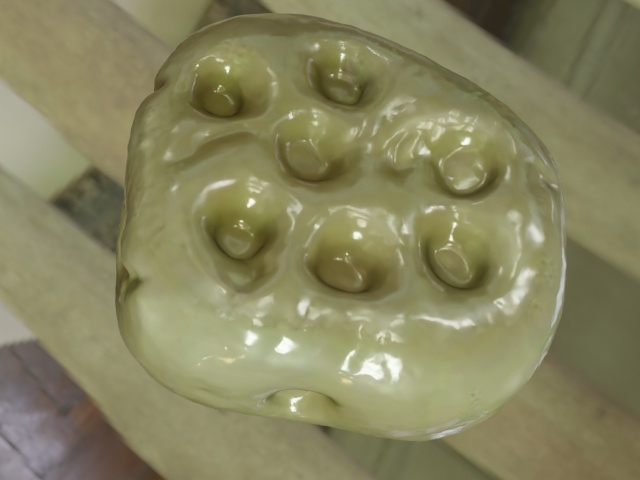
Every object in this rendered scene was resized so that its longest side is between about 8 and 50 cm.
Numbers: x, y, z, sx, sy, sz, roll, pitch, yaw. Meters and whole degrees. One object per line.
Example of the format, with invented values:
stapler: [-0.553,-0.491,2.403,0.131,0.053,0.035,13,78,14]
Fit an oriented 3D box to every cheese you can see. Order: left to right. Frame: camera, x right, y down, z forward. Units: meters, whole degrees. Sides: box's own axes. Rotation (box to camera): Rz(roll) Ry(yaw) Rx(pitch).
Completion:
cheese: [0.000,0.000,0.760,0.218,0.235,0.117,-23,150,-26]
